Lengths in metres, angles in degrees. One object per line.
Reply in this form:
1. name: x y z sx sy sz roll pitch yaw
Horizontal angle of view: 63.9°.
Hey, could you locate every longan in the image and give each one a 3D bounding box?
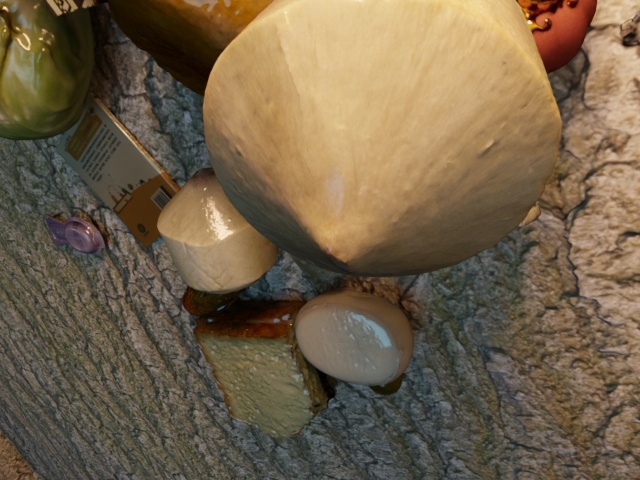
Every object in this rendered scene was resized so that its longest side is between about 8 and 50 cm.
1. longan: 0.129 0.280 1.046 0.075 0.075 0.083 23 170 14

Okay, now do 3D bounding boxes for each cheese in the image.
1. cheese: -0.601 -0.015 1.258 0.191 0.042 0.105 10 124 24

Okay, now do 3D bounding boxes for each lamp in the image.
1. lamp: 0.211 -0.261 0.578 0.182 0.140 0.181 0 88 -3

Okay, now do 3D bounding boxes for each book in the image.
1. book: -0.423 -0.138 1.092 0.208 0.020 0.295 -33 101 40

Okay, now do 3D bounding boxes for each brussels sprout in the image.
1. brussels sprout: -0.536 -0.335 0.883 0.328 0.247 0.327 5 124 7

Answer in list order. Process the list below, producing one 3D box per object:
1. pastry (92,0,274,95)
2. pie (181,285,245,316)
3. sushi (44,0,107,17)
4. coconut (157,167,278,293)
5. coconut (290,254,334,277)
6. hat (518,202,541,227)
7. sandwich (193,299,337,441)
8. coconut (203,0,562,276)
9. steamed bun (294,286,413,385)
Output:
1. pastry: -0.132 -0.284 0.658 0.356 0.163 0.356 32 173 5
2. pie: -0.242 0.124 1.125 0.191 0.088 0.033 -9 145 32
3. sushi: -0.386 -0.455 0.680 0.059 0.292 0.293 -11 117 8
4. coconut: -0.181 -0.024 0.922 0.202 0.202 0.221 8 129 25
5. coconut: 0.000 0.000 0.884 0.116 0.122 0.116 15 126 21
6. hat: 0.171 -0.076 0.720 0.226 0.164 0.219 50 150 -8
7. sandwich: -0.106 0.287 1.134 0.262 0.131 0.325 -6 115 30
8. coconut: 0.051 -0.097 0.455 0.329 0.329 0.328 14 126 20
9. steamed bun: 0.066 0.170 0.957 0.228 0.131 0.177 2 111 29
